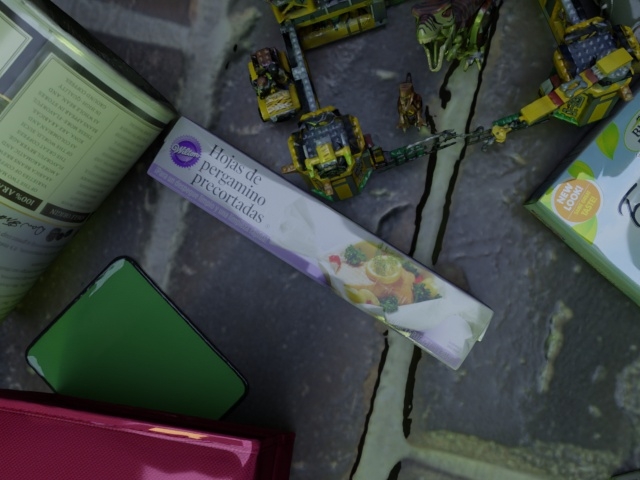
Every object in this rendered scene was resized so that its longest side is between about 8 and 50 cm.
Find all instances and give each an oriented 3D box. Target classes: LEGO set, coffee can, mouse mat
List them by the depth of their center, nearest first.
[{"bbox_3d":[0.081,-0.182,0.463,0.332,0.192,0.254,-10,76,9],"label":"LEGO set"},{"bbox_3d":[-0.286,-0.067,0.516,0.201,0.201,0.275,42,94,4],"label":"coffee can"},{"bbox_3d":[-0.182,0.129,0.604,0.152,0.007,0.189,-44,87,4],"label":"mouse mat"}]

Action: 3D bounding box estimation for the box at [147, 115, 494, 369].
[{"bbox_3d":[0.000,0.000,0.556,0.324,0.067,0.063,32,92,6],"label":"box"}]

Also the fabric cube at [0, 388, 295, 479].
[{"bbox_3d":[-0.170,0.253,0.446,0.255,0.259,0.257,7,74,6],"label":"fabric cube"}]

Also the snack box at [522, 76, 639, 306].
[{"bbox_3d":[0.312,-0.051,0.522,0.174,0.070,0.207,43,93,5],"label":"snack box"}]

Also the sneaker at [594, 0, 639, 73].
[{"bbox_3d":[0.249,-0.243,0.535,0.086,0.064,0.191,8,91,13],"label":"sneaker"}]

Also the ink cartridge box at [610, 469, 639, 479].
[{"bbox_3d":[0.395,0.261,0.525,0.235,0.056,0.171,-18,88,7],"label":"ink cartridge box"}]
